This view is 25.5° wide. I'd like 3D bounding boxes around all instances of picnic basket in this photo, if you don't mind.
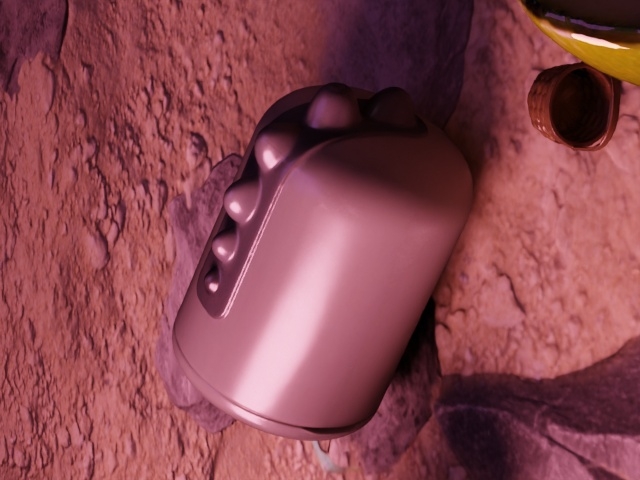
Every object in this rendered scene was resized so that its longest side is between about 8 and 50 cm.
[{"bbox_3d":[0.207,-0.105,1.100,0.083,0.072,0.072,-162,75,-66],"label":"picnic basket"}]

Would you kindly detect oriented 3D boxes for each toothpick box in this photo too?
[{"bbox_3d":[0.000,0.000,1.254,0.229,0.229,0.316,51,129,41],"label":"toothpick box"}]

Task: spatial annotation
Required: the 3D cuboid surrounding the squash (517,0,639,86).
[{"bbox_3d":[0.257,-0.190,0.825,0.233,0.309,0.210,51,129,42],"label":"squash"}]
